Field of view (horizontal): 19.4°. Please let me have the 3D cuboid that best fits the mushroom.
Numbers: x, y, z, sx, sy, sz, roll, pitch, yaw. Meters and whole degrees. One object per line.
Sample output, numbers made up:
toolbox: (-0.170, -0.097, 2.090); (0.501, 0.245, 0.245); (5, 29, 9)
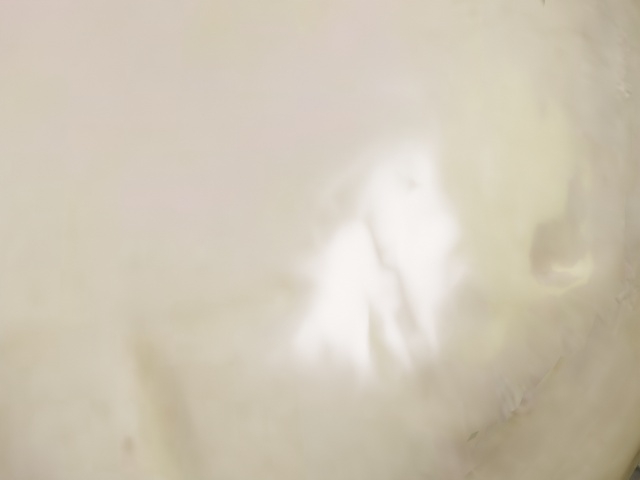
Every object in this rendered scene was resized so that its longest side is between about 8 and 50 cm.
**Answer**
mushroom: (0.003, -0.004, 0.642); (0.356, 0.315, 0.315); (0, 70, -24)
